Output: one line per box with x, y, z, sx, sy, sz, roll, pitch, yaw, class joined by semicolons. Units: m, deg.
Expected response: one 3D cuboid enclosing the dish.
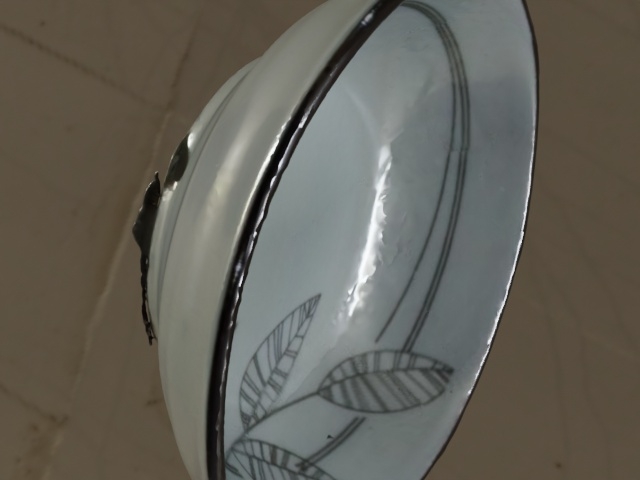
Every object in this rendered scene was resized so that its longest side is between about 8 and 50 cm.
0.000;0.000;0.751;0.106;0.316;0.316;19;-56;26;dish
